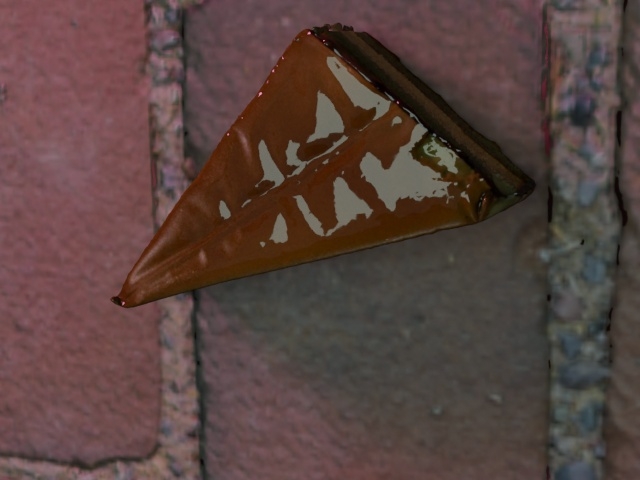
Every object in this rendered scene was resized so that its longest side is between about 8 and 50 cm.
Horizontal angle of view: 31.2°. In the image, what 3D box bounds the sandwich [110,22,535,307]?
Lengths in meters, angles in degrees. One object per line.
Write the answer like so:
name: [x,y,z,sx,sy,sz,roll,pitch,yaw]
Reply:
sandwich: [0.000,0.000,0.519,0.113,0.079,0.163,42,109,9]
